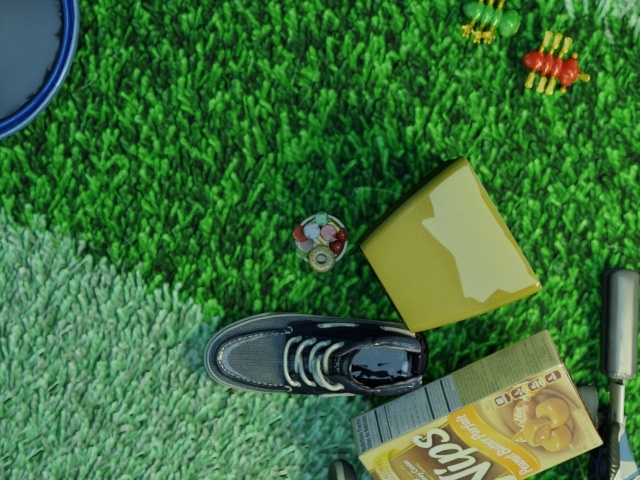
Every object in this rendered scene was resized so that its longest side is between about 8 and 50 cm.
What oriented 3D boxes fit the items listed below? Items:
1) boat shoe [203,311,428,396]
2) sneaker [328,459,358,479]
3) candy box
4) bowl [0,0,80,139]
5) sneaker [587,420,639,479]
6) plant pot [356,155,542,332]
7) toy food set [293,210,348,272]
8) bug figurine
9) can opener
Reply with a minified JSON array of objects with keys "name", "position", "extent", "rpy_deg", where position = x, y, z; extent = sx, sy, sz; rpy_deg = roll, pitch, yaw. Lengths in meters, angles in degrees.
[{"name":"boat shoe","position":[-0.005,0.169,1.776],"extent":[0.340,0.158,0.127],"rpy_deg":[-4,92,-1]},{"name":"sneaker","position":[0.090,0.425,1.836],"extent":[0.118,0.083,0.222],"rpy_deg":[-17,92,-13]},{"name":"candy box","position":[0.225,0.276,1.758],"extent":[0.316,0.088,0.183],"rpy_deg":[-27,123,9]},{"name":"bowl","position":[-0.546,-0.325,1.793],"extent":[0.391,0.077,0.391],"rpy_deg":[0,92,0]},{"name":"sneaker","position":[0.437,0.365,1.744],"extent":[0.081,0.080,0.211],"rpy_deg":[4,68,-11]},{"name":"plant pot","position":[0.167,0.020,1.745],"extent":[0.187,0.212,0.212],"rpy_deg":[-31,92,-1]},{"name":"toy food set","position":[0.000,0.000,1.839],"extent":[0.082,0.020,0.083],"rpy_deg":[42,91,-2]},{"name":"bug figurine","position":[0.335,-0.365,1.806],"extent":[0.216,0.072,0.279],"rpy_deg":[23,96,5]},{"name":"can opener","position":[0.423,0.182,1.825],"extent":[0.095,0.076,0.284],"rpy_deg":[1,91,-2]}]
